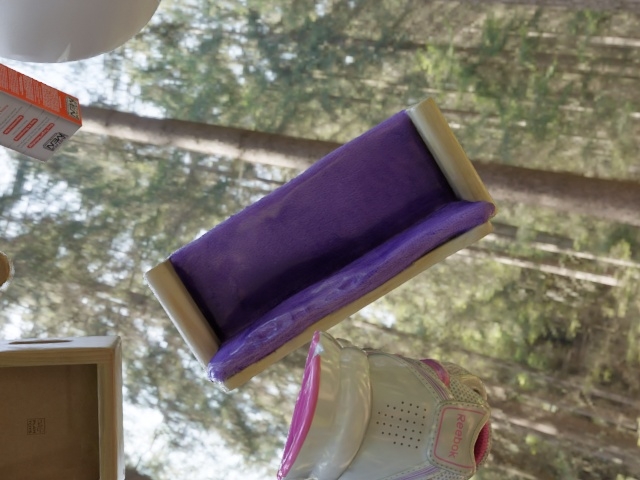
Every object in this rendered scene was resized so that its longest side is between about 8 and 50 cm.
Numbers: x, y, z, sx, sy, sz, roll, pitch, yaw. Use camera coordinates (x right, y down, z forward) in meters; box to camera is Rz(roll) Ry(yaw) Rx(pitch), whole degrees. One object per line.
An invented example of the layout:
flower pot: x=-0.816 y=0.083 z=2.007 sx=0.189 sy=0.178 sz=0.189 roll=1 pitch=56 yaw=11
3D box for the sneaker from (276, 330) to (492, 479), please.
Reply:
sneaker: x=0.046 y=0.120 z=0.526 sx=0.252 sy=0.111 sz=0.103 roll=54 pitch=-129 yaw=-81

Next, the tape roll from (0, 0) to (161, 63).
tape roll: x=-0.223 y=-0.287 z=0.666 sx=0.246 sy=0.246 sz=0.169 roll=-61 pitch=10 yaw=-28

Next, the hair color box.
hair color box: x=-0.325 y=-0.137 z=0.867 sx=0.141 sy=0.072 sz=0.043 roll=24 pitch=-140 yaw=-46

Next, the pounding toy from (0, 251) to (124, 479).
pounding toy: x=-0.258 y=0.109 z=0.694 sx=0.094 sy=0.181 sz=0.206 roll=-177 pitch=86 yaw=-82

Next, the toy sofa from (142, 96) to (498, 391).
toy sofa: x=0.000 y=0.000 z=0.921 sx=0.150 sy=0.362 sz=0.177 roll=58 pitch=-178 yaw=-6
